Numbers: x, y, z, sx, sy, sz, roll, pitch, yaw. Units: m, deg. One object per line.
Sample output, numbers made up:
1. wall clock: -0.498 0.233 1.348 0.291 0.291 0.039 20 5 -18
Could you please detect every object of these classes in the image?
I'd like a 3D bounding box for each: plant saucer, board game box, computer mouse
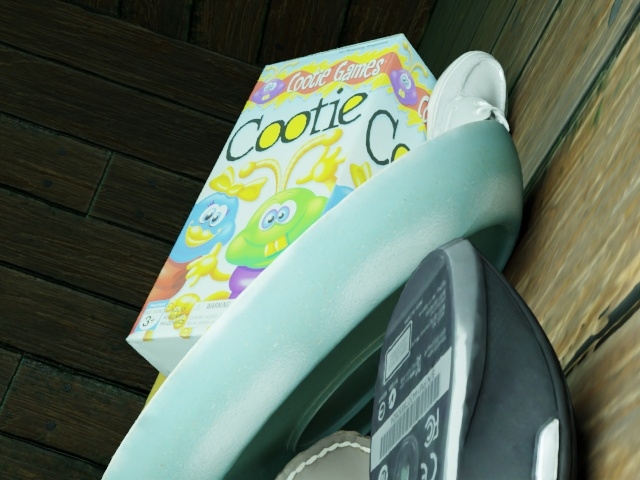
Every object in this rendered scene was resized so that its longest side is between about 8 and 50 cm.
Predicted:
1. plant saucer: 0.008 0.069 0.732 0.317 0.044 0.317 -41 -17 -16
2. board game box: 0.000 0.000 1.002 0.142 0.144 0.275 -7 47 39
3. computer mouse: 0.043 0.142 0.473 0.184 0.060 0.262 116 162 -51

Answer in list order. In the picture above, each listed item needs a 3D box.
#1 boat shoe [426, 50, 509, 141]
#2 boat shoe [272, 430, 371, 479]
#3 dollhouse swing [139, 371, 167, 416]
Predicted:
1. boat shoe: 0.107 -0.069 0.969 0.063 0.066 0.184 -30 29 55
2. boat shoe: -0.023 0.196 0.590 0.324 0.117 0.096 -58 -13 -48
3. dollhouse swing: -0.015 0.241 1.161 0.305 0.315 0.347 62 -156 -26
